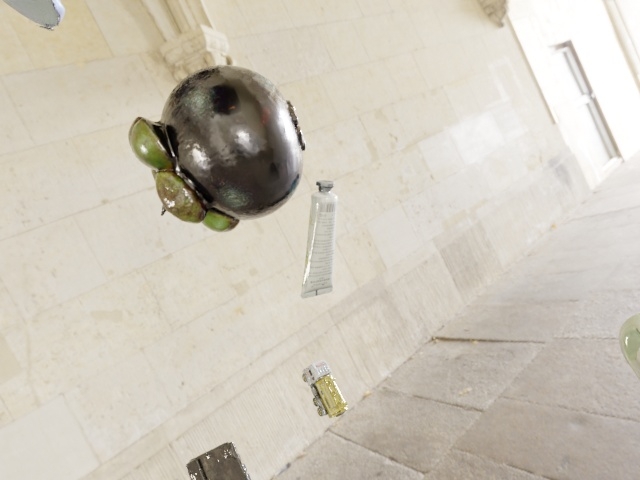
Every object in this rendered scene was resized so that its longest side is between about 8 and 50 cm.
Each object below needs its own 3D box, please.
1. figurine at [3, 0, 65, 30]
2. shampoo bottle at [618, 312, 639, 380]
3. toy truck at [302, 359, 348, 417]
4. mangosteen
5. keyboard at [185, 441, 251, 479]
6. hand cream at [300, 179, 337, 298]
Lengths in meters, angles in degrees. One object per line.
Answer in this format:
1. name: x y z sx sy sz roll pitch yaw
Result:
1. figurine: -0.435 -0.603 0.719 0.388 0.277 0.248 -60 15 -20
2. shampoo bottle: 0.440 0.154 0.519 0.087 0.118 0.234 -35 -13 24
3. toy truck: 0.012 0.319 0.890 0.052 0.123 0.063 -10 -32 -35
4. mangosteen: -0.137 -0.127 0.597 0.243 0.243 0.243 -26 4 2
5. keyboard: -0.083 0.356 0.486 0.072 0.231 0.023 -31 -14 12
6. hand cream: 0.000 0.000 0.677 0.067 0.194 0.042 -9 22 -39
